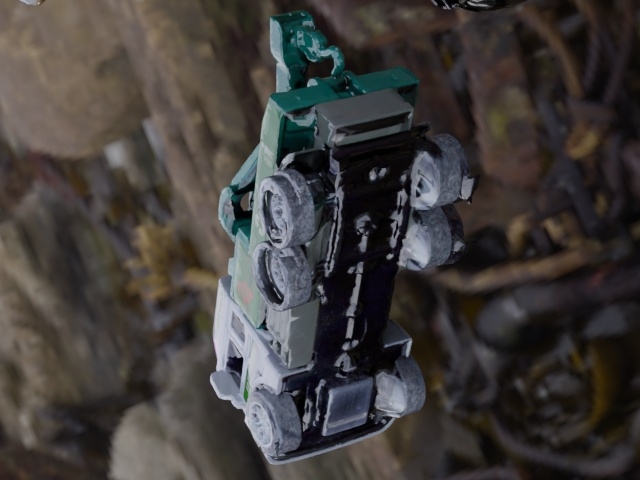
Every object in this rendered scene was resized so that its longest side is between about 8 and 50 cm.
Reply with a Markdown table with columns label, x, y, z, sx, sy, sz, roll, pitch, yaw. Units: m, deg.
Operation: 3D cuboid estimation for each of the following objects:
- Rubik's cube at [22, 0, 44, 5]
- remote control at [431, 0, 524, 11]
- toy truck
| label | x | y | z | sx | sy | sz | roll | pitch | yaw |
| --- | --- | --- | --- | --- | --- | --- | --- | --- | --- |
| Rubik's cube | -0.246 | -0.452 | 1.433 | 0.347 | 0.344 | 0.346 | 38 | 161 | -6 |
| remote control | 0.164 | -0.234 | 1.027 | 0.144 | 0.399 | 0.062 | 54 | 141 | 7 |
| toy truck | 0.003 | 0.006 | 1.492 | 0.178 | 0.176 | 0.363 | 47 | 142 | 44 |
